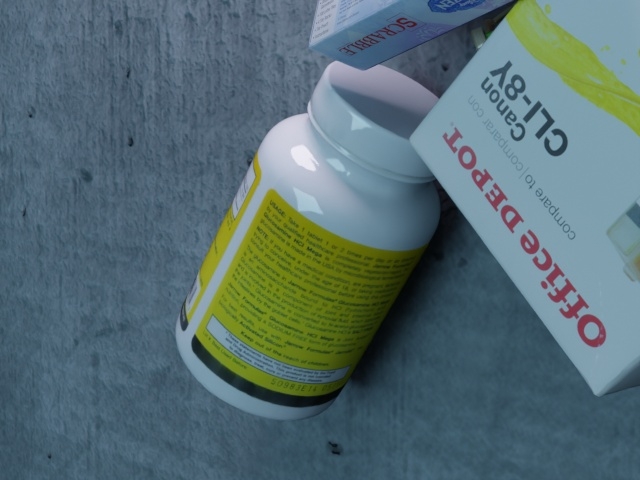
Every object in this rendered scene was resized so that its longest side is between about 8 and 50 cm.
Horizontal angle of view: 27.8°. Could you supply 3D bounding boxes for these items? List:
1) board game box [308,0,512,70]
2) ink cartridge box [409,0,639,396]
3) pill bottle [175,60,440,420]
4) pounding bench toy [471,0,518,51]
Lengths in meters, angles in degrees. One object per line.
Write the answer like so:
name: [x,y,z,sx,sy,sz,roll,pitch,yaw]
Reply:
board game box: [0.121,-0.330,1.058,0.318,0.066,0.318,-13,62,59]
ink cartridge box: [0.285,-0.107,0.962,0.385,0.160,0.279,-51,60,35]
pill bottle: [0.000,0.000,1.260,0.188,0.188,0.334,48,125,30]
pounding bench toy: [0.181,-0.186,1.135,0.065,0.083,0.052,-34,71,42]
